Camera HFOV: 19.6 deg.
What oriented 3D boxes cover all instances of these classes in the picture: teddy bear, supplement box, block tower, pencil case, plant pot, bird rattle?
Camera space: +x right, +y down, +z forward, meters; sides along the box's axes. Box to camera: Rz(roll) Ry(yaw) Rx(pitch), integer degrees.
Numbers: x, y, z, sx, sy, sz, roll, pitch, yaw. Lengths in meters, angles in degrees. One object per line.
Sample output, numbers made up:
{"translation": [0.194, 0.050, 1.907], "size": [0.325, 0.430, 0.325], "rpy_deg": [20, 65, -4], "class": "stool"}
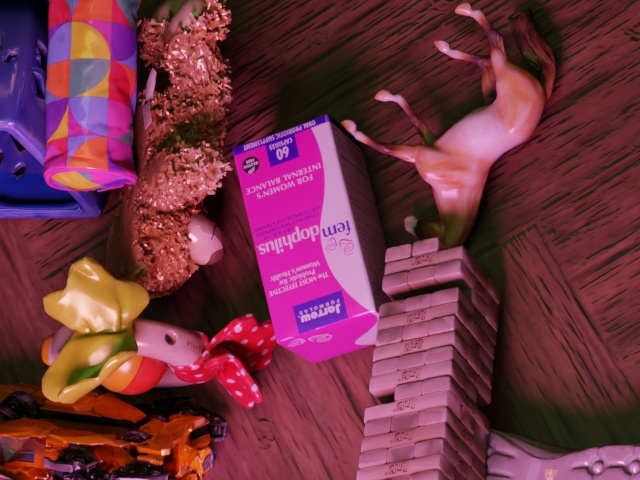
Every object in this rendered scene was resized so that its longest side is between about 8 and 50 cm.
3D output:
{"translation": [-0.140, -0.104, 1.930], "size": [0.113, 0.245, 0.338], "rpy_deg": [8, 76, -23], "class": "teddy bear"}
{"translation": [0.000, 0.000, 1.895], "size": [0.111, 0.114, 0.220], "rpy_deg": [-19, 71, 15], "class": "supplement box"}
{"translation": [0.102, 0.156, 1.753], "size": [0.091, 0.097, 0.335], "rpy_deg": [-14, 49, 28], "class": "block tower"}
{"translation": [-0.230, -0.166, 1.901], "size": [0.104, 0.104, 0.236], "rpy_deg": [-2, 76, 19], "class": "pencil case"}
{"translation": [-0.362, -0.164, 2.013], "size": [0.236, 0.236, 0.212], "rpy_deg": [1, 68, 20], "class": "plant pot"}
{"translation": [-0.174, 0.105, 1.889], "size": [0.207, 0.253, 0.143], "rpy_deg": [-19, 68, 55], "class": "bird rattle"}

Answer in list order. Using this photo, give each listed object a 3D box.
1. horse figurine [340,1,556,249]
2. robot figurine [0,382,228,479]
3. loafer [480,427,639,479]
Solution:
{"translation": [0.152, -0.126, 1.897], "size": [0.263, 0.066, 0.174], "rpy_deg": [-44, 78, -4], "class": "horse figurine"}
{"translation": [-0.239, 0.213, 1.891], "size": [0.291, 0.211, 0.085], "rpy_deg": [8, 111, 22], "class": "robot figurine"}
{"translation": [0.213, 0.245, 1.751], "size": [0.319, 0.111, 0.112], "rpy_deg": [2, 58, 38], "class": "loafer"}
